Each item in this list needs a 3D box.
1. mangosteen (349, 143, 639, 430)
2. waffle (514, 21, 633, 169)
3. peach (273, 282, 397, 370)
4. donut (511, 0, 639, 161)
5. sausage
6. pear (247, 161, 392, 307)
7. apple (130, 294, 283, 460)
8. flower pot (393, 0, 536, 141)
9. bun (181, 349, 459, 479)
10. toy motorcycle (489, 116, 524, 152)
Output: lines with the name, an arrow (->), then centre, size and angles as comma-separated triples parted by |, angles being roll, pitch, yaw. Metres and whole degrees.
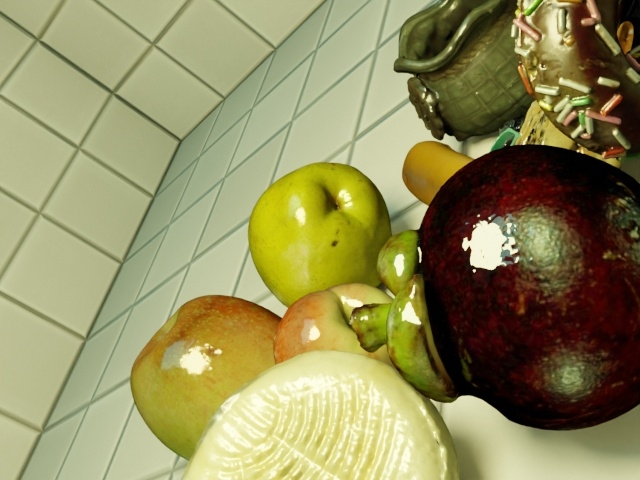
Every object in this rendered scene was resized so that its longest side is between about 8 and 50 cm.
mangosteen -> 0.219, 0.048, 0.787 | 0.330, 0.330, 0.330 | -43, 26, 26
waffle -> 0.369, -0.235, 0.983 | 0.261, 0.114, 0.376 | 87, -154, -81
peach -> 0.032, 0.176, 1.138 | 0.232, 0.232, 0.232 | -43, 26, 26
donut -> 0.329, -0.217, 0.768 | 0.269, 0.270, 0.103 | -60, 20, -11
sausage -> 0.228, -0.093, 1.231 | 0.112, 0.112, 0.328 | -53, 23, 5
pear -> 0.000, 0.000, 1.341 | 0.294, 0.294, 0.294 | -43, 26, 26
apple -> -0.190, 0.248, 1.349 | 0.319, 0.277, 0.319 | -44, 24, 25
flower pot -> 0.268, -0.327, 1.308 | 0.302, 0.213, 0.302 | -40, 23, 21
bun -> 0.009, 0.331, 0.922 | 0.364, 0.202, 0.364 | -12, 56, 18
toy motorcycle -> 0.318, -0.138, 1.180 | 0.100, 0.058, 0.173 | -55, 24, 14
